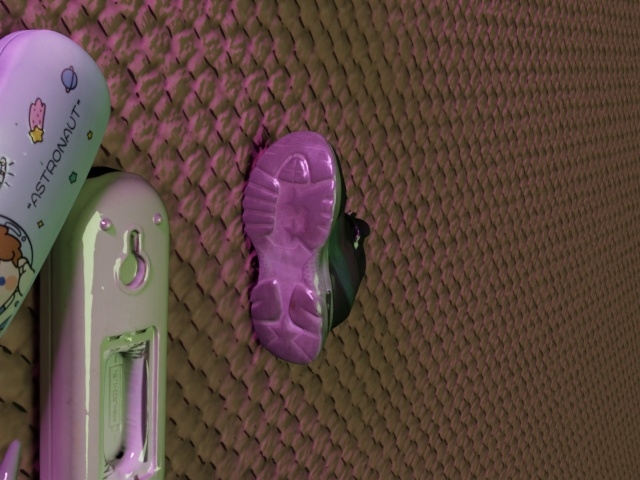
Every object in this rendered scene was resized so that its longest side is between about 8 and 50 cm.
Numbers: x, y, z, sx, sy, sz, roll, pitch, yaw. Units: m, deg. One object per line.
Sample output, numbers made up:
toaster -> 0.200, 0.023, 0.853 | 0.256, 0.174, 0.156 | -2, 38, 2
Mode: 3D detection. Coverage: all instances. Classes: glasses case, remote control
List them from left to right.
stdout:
glasses case -> -0.158, -0.019, 0.421 | 0.067, 0.045, 0.178 | 45, 61, -50
remote control -> -0.120, 0.069, 0.502 | 0.078, 0.042, 0.221 | -9, 105, -54

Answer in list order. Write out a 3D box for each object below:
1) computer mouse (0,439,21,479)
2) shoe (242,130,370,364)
computer mouse -> -0.132, 0.291, 0.402 | 0.115, 0.199, 0.389 | 7, 77, -15
shoe -> 0.000, 0.000, 0.645 | 0.099, 0.071, 0.169 | -24, 121, -55
